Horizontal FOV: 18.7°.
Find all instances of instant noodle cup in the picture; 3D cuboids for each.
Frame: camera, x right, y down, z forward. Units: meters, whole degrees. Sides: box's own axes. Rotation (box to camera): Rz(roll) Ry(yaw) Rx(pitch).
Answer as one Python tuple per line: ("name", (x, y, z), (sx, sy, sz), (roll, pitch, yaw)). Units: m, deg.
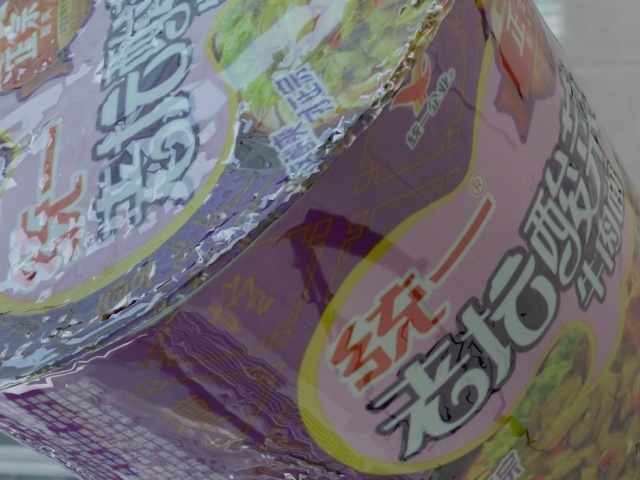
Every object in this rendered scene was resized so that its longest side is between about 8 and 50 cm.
("instant noodle cup", (0.000, 0.000, 0.853), (0.266, 0.340, 0.339), (45, -135, -33))
